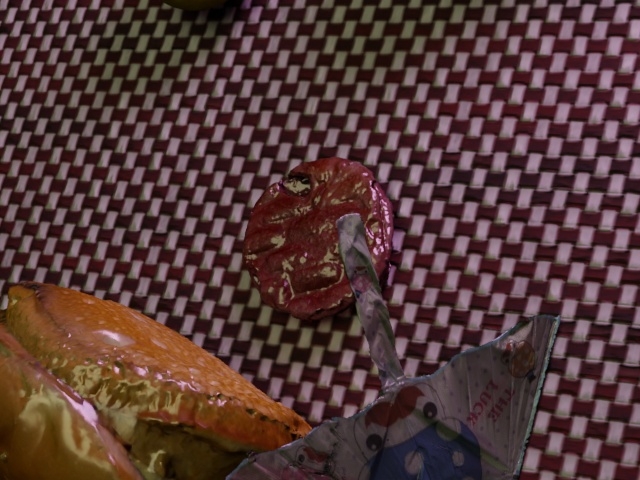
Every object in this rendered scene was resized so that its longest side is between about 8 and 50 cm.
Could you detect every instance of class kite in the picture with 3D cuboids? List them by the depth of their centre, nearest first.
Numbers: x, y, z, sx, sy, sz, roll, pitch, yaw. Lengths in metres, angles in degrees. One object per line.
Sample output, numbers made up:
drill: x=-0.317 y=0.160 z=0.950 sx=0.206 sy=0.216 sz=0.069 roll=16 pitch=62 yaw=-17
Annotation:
kite: x=0.061 y=0.132 z=1.355 sx=0.011 sy=0.335 sz=0.314 roll=-11 pitch=100 yaw=58

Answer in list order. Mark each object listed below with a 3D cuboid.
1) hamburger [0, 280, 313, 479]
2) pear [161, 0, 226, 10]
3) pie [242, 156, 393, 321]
hamburger: x=-0.153 y=0.146 z=1.425 sx=0.314 sy=0.290 sz=0.170 roll=30 pitch=84 yaw=33
pear: x=-0.111 y=-0.273 z=1.727 sx=0.141 sy=0.104 sz=0.141 roll=-10 pitch=32 yaw=6
pie: x=0.000 y=0.000 z=1.567 sx=0.154 sy=0.038 sz=0.153 roll=-12 pitch=64 yaw=26
